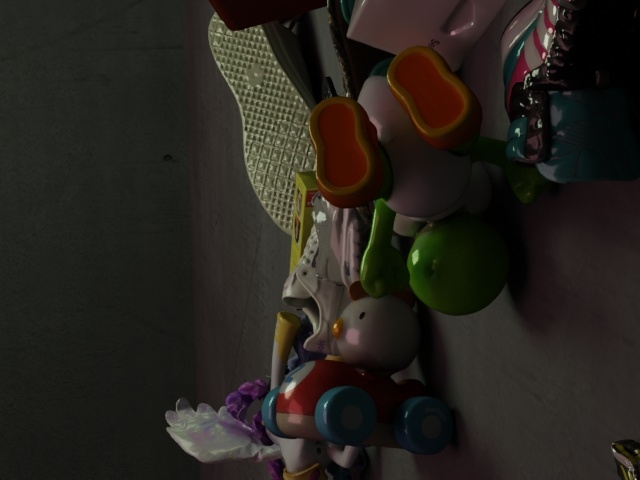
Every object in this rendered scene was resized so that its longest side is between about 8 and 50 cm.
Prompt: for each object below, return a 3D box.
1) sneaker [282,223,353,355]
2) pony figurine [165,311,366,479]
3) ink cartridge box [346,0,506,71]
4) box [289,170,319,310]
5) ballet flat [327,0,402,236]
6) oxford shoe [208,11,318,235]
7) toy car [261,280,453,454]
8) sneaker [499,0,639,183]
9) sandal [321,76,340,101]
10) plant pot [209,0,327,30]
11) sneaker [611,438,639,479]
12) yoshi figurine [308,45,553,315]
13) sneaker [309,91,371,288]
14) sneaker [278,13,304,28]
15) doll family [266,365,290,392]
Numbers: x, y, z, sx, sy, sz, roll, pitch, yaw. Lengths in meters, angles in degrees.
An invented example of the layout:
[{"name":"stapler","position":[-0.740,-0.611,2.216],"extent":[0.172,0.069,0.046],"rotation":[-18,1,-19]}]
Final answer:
[{"name":"sneaker","position":[0.014,0.022,1.729],"extent":[0.114,0.152,0.305],"rotation":[110,154,-65]},{"name":"pony figurine","position":[-0.056,0.308,1.939],"extent":[0.351,0.302,0.364],"rotation":[49,126,54]},{"name":"ink cartridge box","position":[0.126,-0.323,1.089],"extent":[0.198,0.114,0.273],"rotation":[123,163,-66]},{"name":"box","position":[0.000,0.000,1.916],"extent":[0.058,0.087,0.232],"rotation":[-119,29,-54]},{"name":"ballet flat","position":[0.076,-0.246,1.399],"extent":[0.182,0.164,0.483],"rotation":[-125,30,-61]},{"name":"oxford shoe","position":[-0.061,-0.211,2.040],"extent":[0.130,0.169,0.449],"rotation":[14,-129,-58]},{"name":"toy car","position":[0.052,0.150,1.561],"extent":[0.219,0.210,0.238],"rotation":[164,114,-65]},{"name":"sneaker","position":[0.215,-0.136,0.943],"extent":[0.295,0.123,0.178],"rotation":[105,162,-69]},{"name":"sandal","position":[0.046,-0.168,1.798],"extent":[0.067,0.040,0.179],"rotation":[106,142,-67]},{"name":"plant pot","position":[-0.091,-0.477,1.816],"extent":[0.267,0.267,0.236],"rotation":[-108,3,-52]},{"name":"sneaker","position":[0.275,0.201,1.011],"extent":[0.083,0.031,0.035],"rotation":[-116,12,-65]},{"name":"yoshi figurine","position":[0.119,-0.030,1.195],"extent":[0.203,0.203,0.362],"rotation":[-69,-22,-10]},{"name":"sneaker","position":[0.028,-0.071,1.632],"extent":[0.115,0.105,0.281],"rotation":[1,86,38]},{"name":"sneaker","position":[-0.103,-0.421,2.114],"extent":[0.221,0.128,0.087],"rotation":[129,135,-70]},{"name":"doll family","position":[-0.057,0.291,2.255],"extent":[0.193,0.076,0.111],"rotation":[-149,61,-67]}]
